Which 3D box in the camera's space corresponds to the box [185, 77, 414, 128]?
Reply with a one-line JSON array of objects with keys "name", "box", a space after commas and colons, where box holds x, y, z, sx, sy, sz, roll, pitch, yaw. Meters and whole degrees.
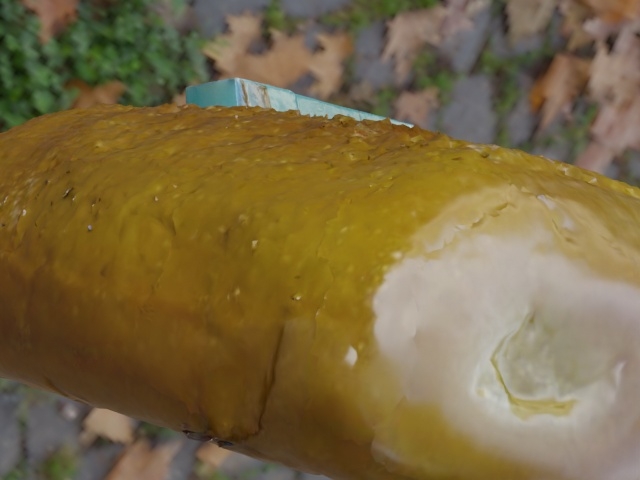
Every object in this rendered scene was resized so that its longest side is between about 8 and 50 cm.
[{"name": "box", "box": [0.000, 0.000, 1.125, 0.229, 0.041, 0.162, 9, 75, -62]}]

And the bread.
[{"name": "bread", "box": [0.035, 0.029, 0.768, 0.328, 0.337, 0.148, 23, 81, -41]}]
